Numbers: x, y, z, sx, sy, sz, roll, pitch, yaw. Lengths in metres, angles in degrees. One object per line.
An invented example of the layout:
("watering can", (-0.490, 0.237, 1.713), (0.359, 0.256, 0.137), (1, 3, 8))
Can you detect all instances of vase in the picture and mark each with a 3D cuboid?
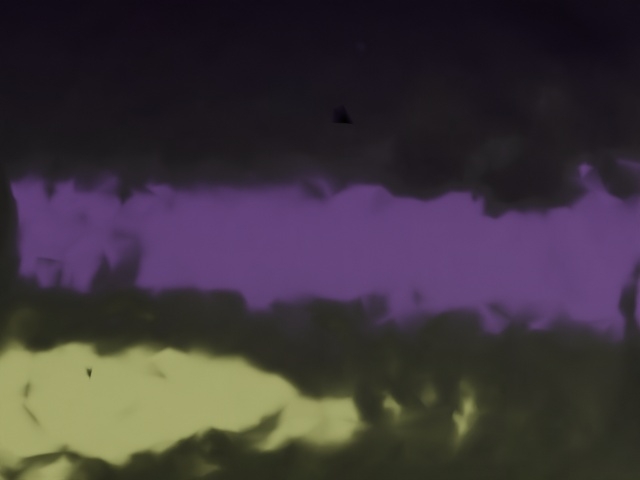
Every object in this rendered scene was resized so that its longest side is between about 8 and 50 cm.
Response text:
("vase", (0.000, 0.000, 0.505), (0.291, 0.245, 0.245), (2, 88, -8))
